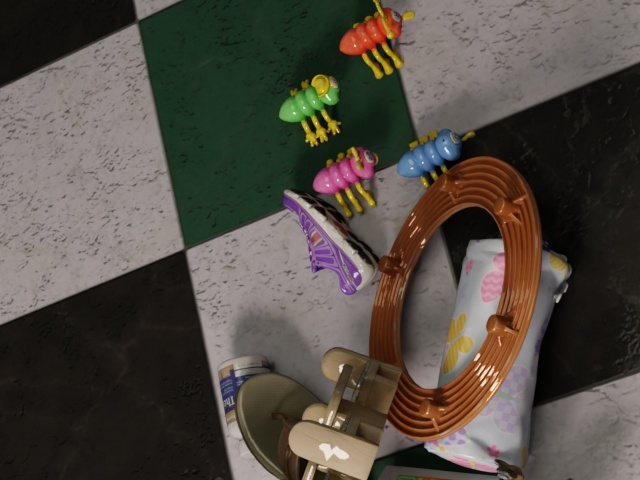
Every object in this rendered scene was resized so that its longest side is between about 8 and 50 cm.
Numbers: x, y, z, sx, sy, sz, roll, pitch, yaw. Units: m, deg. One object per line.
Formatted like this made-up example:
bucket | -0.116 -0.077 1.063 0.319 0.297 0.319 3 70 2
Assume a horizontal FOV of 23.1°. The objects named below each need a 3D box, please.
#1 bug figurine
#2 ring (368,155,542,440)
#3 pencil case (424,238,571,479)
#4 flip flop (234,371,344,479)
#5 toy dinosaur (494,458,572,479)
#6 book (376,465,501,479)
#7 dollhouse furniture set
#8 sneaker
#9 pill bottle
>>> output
bug figurine | 0.061 -0.160 1.971 0.216 0.072 0.279 -32 65 17
ring | 0.140 0.062 1.790 0.336 0.032 0.336 -43 38 47
pencil case | 0.203 0.131 1.800 0.113 0.124 0.273 -3 71 64
flip flop | -0.005 0.270 1.862 0.112 0.080 0.277 -20 65 -22
toy dinosaur | 0.202 0.371 1.686 0.127 0.295 0.200 17 122 3
book | 0.127 0.303 1.804 0.144 0.096 0.035 0 114 25
dollhouse furniture set | -0.031 0.247 1.727 0.161 0.212 0.242 20 110 3
sneaker | 0.000 0.000 1.966 0.071 0.068 0.170 -49 60 17
pill bottle | -0.087 0.208 1.953 0.067 0.067 0.120 -20 68 21
